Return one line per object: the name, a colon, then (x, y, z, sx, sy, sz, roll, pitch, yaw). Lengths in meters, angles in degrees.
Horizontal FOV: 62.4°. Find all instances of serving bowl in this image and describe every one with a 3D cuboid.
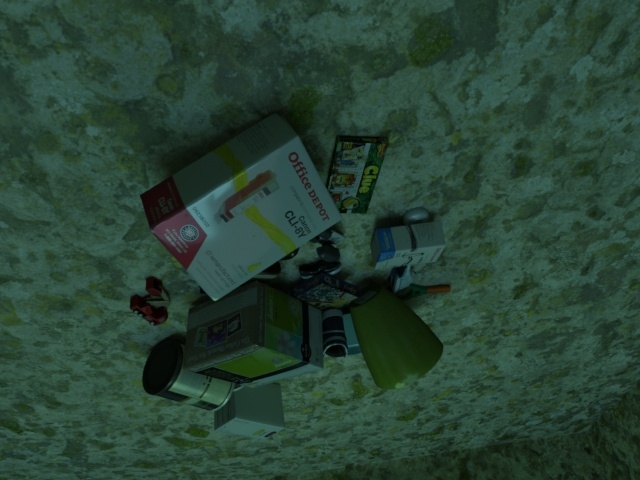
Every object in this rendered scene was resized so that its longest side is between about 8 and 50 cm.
serving bowl: (0.292, -0.062, 1.606, 0.083, 0.027, 0.083, -7, 141, -6)

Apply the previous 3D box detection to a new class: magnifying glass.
magnifying glass: (0.358, 0.182, 1.914, 0.231, 0.026, 0.092, -2, 139, -8)

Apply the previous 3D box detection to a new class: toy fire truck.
toy fire truck: (-0.536, 0.201, 1.711, 0.135, 0.047, 0.192, -22, 140, 11)

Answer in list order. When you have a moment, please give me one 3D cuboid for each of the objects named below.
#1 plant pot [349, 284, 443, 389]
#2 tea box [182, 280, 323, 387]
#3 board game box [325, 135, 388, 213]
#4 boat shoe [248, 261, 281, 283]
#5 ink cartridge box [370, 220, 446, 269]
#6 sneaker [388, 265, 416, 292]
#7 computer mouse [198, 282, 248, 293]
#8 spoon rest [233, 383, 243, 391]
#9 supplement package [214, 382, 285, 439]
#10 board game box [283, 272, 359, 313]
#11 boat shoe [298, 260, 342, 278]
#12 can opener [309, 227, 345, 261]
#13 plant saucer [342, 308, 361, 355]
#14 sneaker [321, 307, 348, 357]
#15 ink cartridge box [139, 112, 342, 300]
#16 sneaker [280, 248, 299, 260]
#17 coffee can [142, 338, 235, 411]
plant pot: (0.232, 0.310, 1.828, 0.275, 0.275, 0.293, -29, 101, 20)
tea box: (-0.216, 0.322, 1.739, 0.329, 0.219, 0.324, -23, 144, 31)
board game box: (0.087, -0.171, 1.432, 0.136, 0.030, 0.259, -3, 140, -13)
boat shoe: (-0.249, 0.084, 1.606, 0.258, 0.095, 0.095, 19, 138, -31)
ink cartridge box: (0.265, 0.017, 1.621, 0.203, 0.085, 0.148, -7, 157, -4)
sneaker: (0.287, 0.105, 1.780, 0.083, 0.071, 0.190, -10, 149, -11)
computer mouse: (-0.294, 0.159, 1.720, 0.193, 0.042, 0.106, 18, 131, -30)
spoon rest: (-0.277, 0.511, 2.092, 0.277, 0.137, 0.084, -18, 128, -15)
supplement package: (-0.301, 0.703, 2.232, 0.262, 0.204, 0.145, 26, 127, -35)
board game box: (-0.013, 0.191, 1.782, 0.165, 0.042, 0.243, 24, 141, -35)
boat shoe: (-0.001, 0.090, 1.703, 0.142, 0.049, 0.040, -14, 140, 7)
can opener: (0.000, 0.000, 1.512, 0.076, 0.095, 0.283, -20, 164, 19)
plant saucer: (0.124, 0.349, 2.040, 0.318, 0.043, 0.317, -6, 140, -5)
sneaker: (0.032, 0.368, 1.876, 0.099, 0.153, 0.282, -2, 146, -10)
ink cartridge box: (-0.179, -0.079, 1.265, 0.385, 0.160, 0.279, -33, 131, -3)
sneaker: (-0.220, 0.027, 1.506, 0.341, 0.139, 0.125, 9, 136, -23)
coffee can: (-0.481, 0.501, 1.956, 0.202, 0.201, 0.275, -33, 136, 24)
